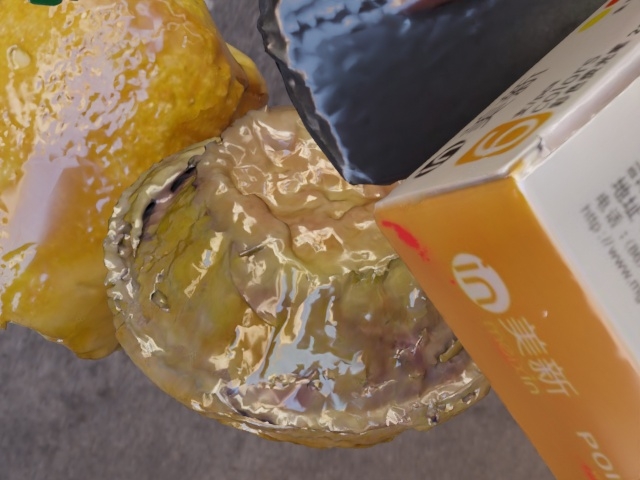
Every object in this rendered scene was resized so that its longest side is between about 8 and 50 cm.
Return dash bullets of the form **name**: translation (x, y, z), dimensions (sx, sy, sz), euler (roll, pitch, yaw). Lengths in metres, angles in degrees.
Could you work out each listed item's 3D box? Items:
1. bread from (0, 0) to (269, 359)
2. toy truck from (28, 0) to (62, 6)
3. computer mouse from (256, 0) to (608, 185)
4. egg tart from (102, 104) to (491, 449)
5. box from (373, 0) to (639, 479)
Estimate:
- **bread**: translation (-0.260, -0.112, 1.261), dimensions (0.361, 0.250, 0.394), euler (36, 113, 0)
- **toy truck**: translation (-0.109, -0.156, 0.520), dimensions (0.079, 0.147, 0.065), euler (10, 135, -18)
- **computer mouse**: translation (0.109, -0.133, 0.594), dimensions (0.295, 0.087, 0.168), euler (-23, 103, -25)
- **egg tart**: translation (0.000, 0.000, 1.038), dimensions (0.352, 0.352, 0.150), euler (6, 132, 0)
- **box**: translation (0.179, 0.025, 0.479), dimensions (0.221, 0.091, 0.274), euler (-39, 104, -25)
